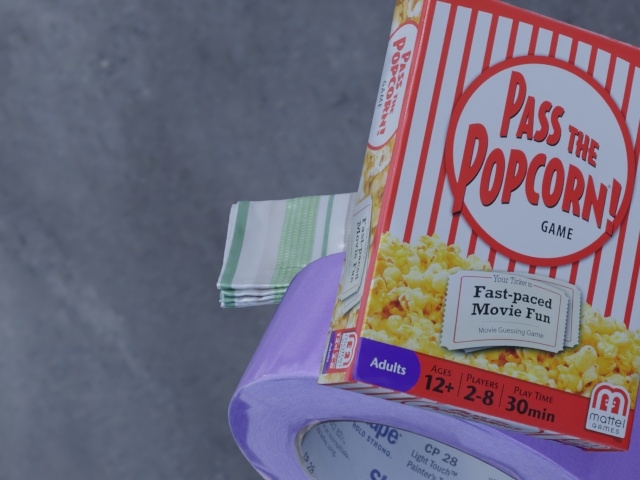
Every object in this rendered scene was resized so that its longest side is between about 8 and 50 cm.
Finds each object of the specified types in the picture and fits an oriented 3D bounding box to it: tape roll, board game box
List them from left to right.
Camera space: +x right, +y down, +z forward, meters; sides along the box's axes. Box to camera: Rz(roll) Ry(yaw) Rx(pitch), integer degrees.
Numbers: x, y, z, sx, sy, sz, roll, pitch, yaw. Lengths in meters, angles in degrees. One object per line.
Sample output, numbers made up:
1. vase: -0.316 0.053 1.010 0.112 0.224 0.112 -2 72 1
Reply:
1. tape roll: 0.087 0.120 1.147 0.275 0.090 0.275 21 153 11
2. board game box: 0.090 -0.009 0.931 0.045 0.147 0.193 164 119 -68

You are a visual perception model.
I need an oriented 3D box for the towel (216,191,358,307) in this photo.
1. towel: 0.000 0.000 1.483 0.152 0.113 0.023 -7 132 12
